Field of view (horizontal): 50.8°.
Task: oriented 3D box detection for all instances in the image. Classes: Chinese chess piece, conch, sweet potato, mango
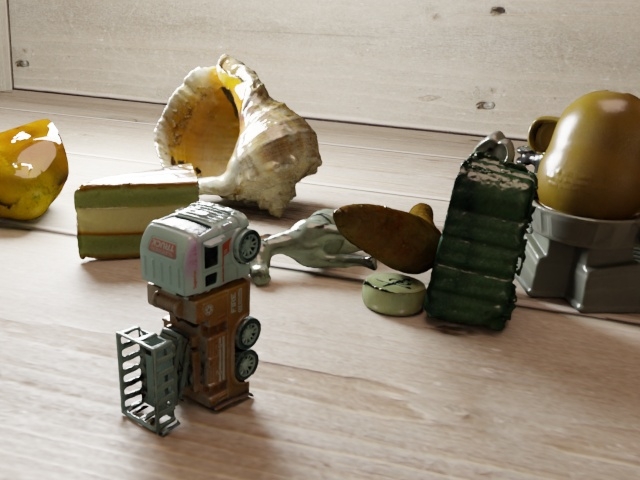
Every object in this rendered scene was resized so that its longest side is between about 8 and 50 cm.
[{"bbox_3d":[0.095,0.067,0.867,0.084,0.034,0.084,5,16,-1],"label":"Chinese chess piece"},{"bbox_3d":[-0.162,-0.178,1.313,0.297,0.210,0.352,-18,53,-7],"label":"conch"},{"bbox_3d":[0.122,-0.008,0.918,0.079,0.108,0.346,-34,-11,22],"label":"sweet potato"},{"bbox_3d":[-0.511,-0.107,1.141,0.166,0.136,0.236,-20,30,-23],"label":"mango"}]

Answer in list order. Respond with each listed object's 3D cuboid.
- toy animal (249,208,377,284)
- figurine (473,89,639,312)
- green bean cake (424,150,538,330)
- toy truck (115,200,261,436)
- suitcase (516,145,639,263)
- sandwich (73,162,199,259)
[{"bbox_3d":[0.011,0.004,0.974,0.169,0.090,0.255,13,16,39],"label":"toy animal"},{"bbox_3d":[0.368,-0.058,0.914,0.342,0.285,0.167,8,19,18],"label":"figurine"},{"bbox_3d":[0.212,-0.008,0.854,0.107,0.209,0.193,13,21,19],"label":"green bean cake"},{"bbox_3d":[-0.117,0.063,0.591,0.080,0.178,0.115,15,22,35],"label":"toy truck"},{"bbox_3d":[0.466,-0.053,1.067,0.312,0.202,0.128,16,31,32],"label":"suitcase"},{"bbox_3d":[-0.274,-0.047,1.023,0.187,0.117,0.144,-4,16,-20],"label":"sandwich"}]
